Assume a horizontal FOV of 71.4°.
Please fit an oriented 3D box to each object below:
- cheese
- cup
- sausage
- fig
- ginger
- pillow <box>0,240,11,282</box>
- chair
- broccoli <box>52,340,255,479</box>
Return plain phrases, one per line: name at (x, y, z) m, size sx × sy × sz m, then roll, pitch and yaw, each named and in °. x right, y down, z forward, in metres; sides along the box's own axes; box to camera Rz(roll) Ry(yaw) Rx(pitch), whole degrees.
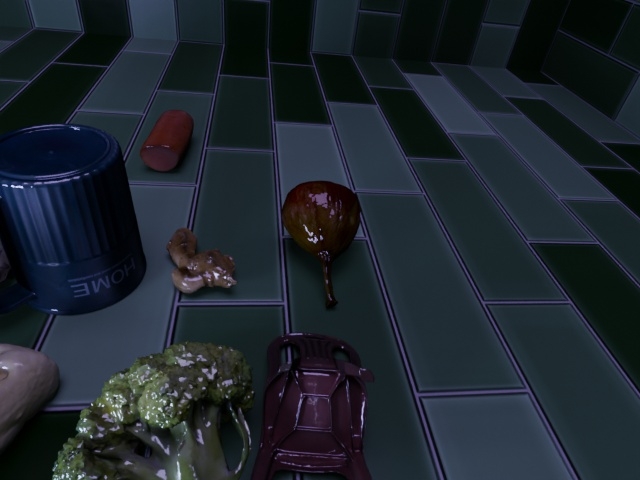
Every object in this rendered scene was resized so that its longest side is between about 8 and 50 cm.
cheese at (-0.512, 0.250, 0.619) m, size 0.158 × 0.093 × 0.263 m, roll 8°, pitch 32°, yaw 7°
cup at (-0.503, -0.039, 0.834) m, size 0.307 × 0.292 × 0.242 m, roll -14°, pitch 44°, yaw -28°
sausage at (-0.447, -0.310, 1.331) m, size 0.113 × 0.114 × 0.259 m, roll 5°, pitch 40°, yaw -4°
fig at (0.029, -0.005, 1.009) m, size 0.190 × 0.191 × 0.290 m, roll -16°, pitch 61°, yaw -28°
ginger at (-0.260, 0.042, 0.969) m, size 0.132 × 0.059 × 0.214 m, roll -15°, pitch 42°, yaw -15°
pillow at (-0.691, 0.012, 0.928) m, size 0.241 × 0.051 × 0.093 m, roll 33°, pitch 50°, yaw 29°
chair at (-0.011, 0.256, 0.700) m, size 0.175 × 0.183 × 0.326 m, roll 6°, pitch -6°, yaw -2°
broccoli at (-0.208, 0.267, 0.591) m, size 0.253 × 0.186 × 0.302 m, roll 8°, pitch 31°, yaw -15°
